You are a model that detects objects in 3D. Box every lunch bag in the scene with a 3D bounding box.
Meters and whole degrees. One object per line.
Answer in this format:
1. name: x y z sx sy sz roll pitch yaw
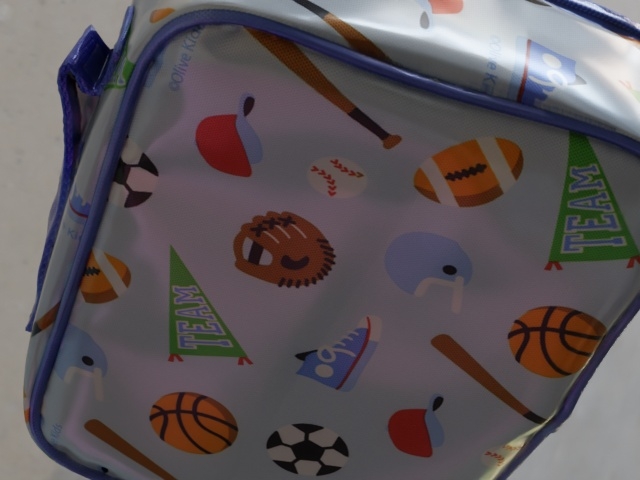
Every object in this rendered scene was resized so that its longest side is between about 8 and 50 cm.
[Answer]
1. lunch bag: 0.000 0.000 0.641 0.115 0.243 0.303 -82 -167 -47
